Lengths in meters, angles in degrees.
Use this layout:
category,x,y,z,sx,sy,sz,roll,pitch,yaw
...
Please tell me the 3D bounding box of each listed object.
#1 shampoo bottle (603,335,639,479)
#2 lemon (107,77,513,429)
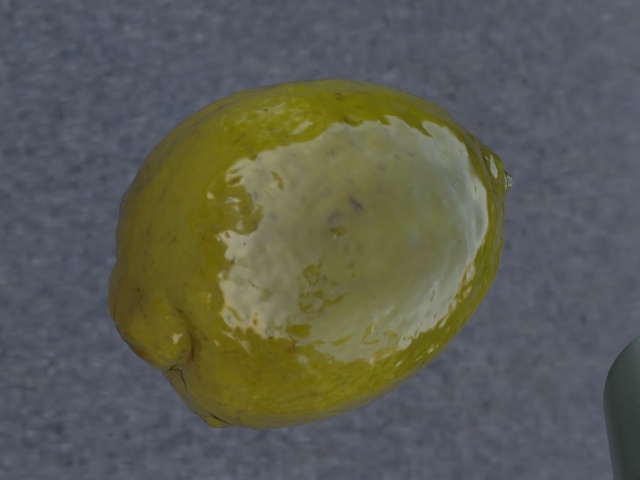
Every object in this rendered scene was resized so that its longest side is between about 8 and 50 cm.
category,x,y,z,sx,sy,sz,roll,pitch,yaw
shampoo bottle,0.173,0.108,0.816,0.262,0.085,0.085,-60,134,-76
lemon,-0.006,0.002,1.420,0.316,0.285,0.285,-41,120,1
